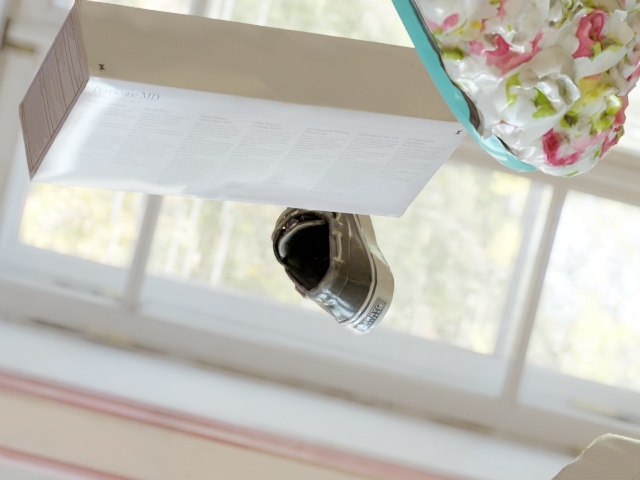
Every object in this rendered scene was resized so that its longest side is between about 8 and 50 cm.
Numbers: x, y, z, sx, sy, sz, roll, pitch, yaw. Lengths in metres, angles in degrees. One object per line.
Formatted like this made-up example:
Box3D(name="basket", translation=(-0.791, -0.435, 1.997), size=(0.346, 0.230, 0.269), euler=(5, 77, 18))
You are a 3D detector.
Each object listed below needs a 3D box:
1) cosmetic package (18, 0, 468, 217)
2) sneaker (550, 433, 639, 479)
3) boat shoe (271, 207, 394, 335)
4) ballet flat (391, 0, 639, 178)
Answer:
Box3D(name="cosmetic package", translation=(-0.040, -0.072, 1.086), size=(0.099, 0.239, 0.060), euler=(-49, -136, 47))
Box3D(name="sneaker", translation=(0.157, 0.203, 0.904), size=(0.292, 0.169, 0.108), euler=(-58, 152, -52))
Box3D(name="boat shoe", translation=(0.000, 0.000, 1.579), size=(0.078, 0.070, 0.219), euler=(-55, -156, 10))
Box3D(name="ballet flat", translation=(0.025, -0.133, 0.401), size=(0.091, 0.077, 0.241), euler=(-13, 79, -56))
